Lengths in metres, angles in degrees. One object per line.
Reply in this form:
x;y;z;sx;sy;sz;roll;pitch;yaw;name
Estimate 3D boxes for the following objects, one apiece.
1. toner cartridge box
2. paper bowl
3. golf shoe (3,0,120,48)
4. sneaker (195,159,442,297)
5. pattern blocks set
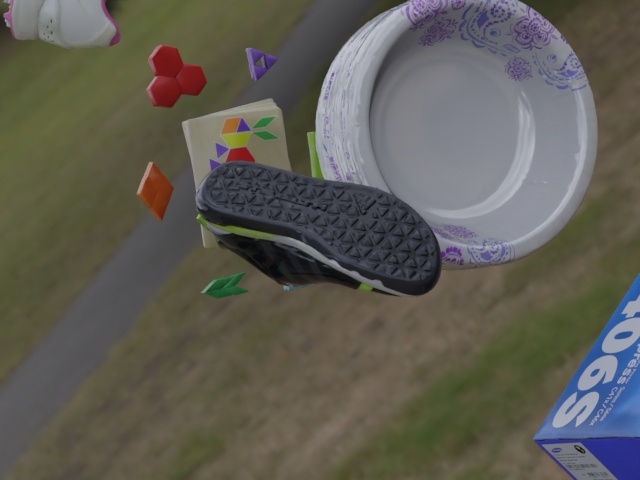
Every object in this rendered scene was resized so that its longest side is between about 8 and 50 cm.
0.337;0.058;1.656;0.348;0.075;0.165;-54;19;-23;toner cartridge box
0.131;-0.109;1.974;0.284;0.284;0.148;-46;13;-21;paper bowl
-0.240;-0.350;2.078;0.115;0.140;0.306;-92;19;-89;golf shoe
0.000;0.000;1.643;0.084;0.235;0.097;-55;-24;-30;sneaker
-0.103;-0.088;2.483;0.285;0.324;0.026;0;-1;-25;pattern blocks set
